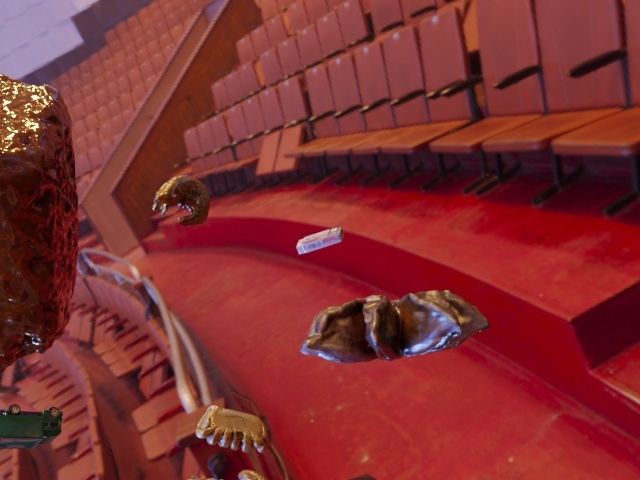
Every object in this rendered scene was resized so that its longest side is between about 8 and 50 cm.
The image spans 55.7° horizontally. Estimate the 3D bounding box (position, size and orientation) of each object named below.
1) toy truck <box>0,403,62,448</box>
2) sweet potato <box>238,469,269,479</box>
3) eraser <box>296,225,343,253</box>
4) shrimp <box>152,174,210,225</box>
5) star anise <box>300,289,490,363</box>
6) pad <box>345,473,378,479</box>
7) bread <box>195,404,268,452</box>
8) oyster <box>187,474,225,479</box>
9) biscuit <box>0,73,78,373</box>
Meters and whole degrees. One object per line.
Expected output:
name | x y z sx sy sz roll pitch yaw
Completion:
toy truck | -0.644 0.407 1.326 0.065 0.147 0.079 -41 52 28
sweet potato | -0.103 0.641 1.455 0.292 0.097 0.097 10 37 41
eraser | 0.000 0.000 1.586 0.122 0.029 0.052 -17 20 16
shrimp | -0.330 -0.094 1.467 0.051 0.132 0.187 -42 1 38
star anise | 0.118 0.145 1.031 0.332 0.117 0.332 -10 -12 -2
pad | 0.053 0.732 1.701 0.330 0.004 0.220 -5 1 -29
bread | -0.272 0.588 1.870 0.134 0.225 0.081 -100 30 -63
oyster | -0.205 0.501 1.162 0.105 0.177 0.056 -49 28 29
biscuit | -0.482 -0.028 0.960 0.166 0.395 0.342 1 35 -18
